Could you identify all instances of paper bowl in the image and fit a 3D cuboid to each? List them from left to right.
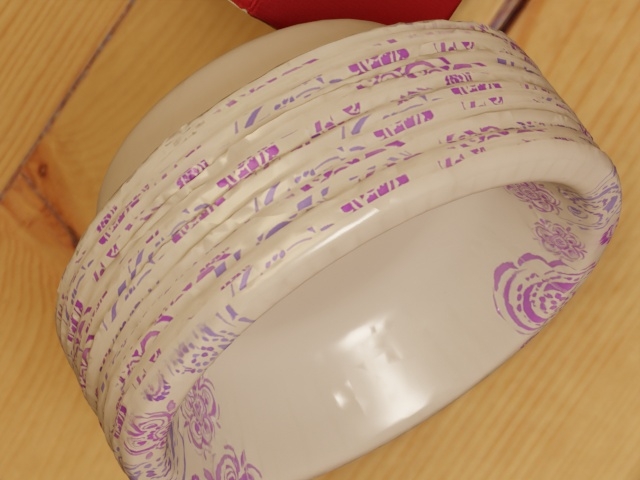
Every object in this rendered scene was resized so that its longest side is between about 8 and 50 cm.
[{"bbox_3d":[0.000,0.000,0.706,0.284,0.284,0.148,-38,63,12],"label":"paper bowl"}]

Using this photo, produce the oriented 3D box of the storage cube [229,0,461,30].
[{"bbox_3d":[-0.004,-0.229,0.815,0.183,0.215,0.193,39,101,28],"label":"storage cube"}]
